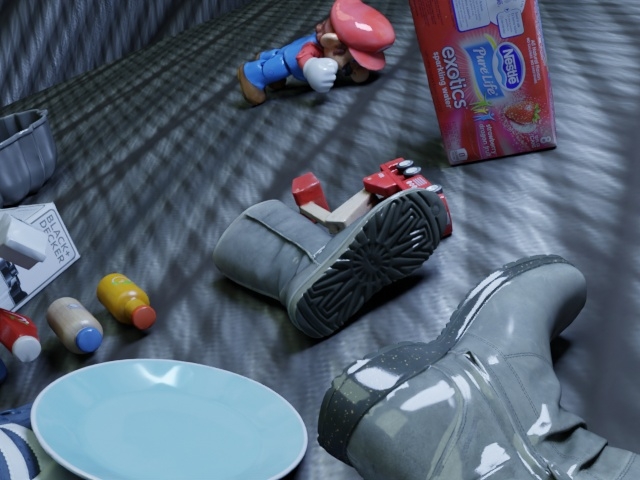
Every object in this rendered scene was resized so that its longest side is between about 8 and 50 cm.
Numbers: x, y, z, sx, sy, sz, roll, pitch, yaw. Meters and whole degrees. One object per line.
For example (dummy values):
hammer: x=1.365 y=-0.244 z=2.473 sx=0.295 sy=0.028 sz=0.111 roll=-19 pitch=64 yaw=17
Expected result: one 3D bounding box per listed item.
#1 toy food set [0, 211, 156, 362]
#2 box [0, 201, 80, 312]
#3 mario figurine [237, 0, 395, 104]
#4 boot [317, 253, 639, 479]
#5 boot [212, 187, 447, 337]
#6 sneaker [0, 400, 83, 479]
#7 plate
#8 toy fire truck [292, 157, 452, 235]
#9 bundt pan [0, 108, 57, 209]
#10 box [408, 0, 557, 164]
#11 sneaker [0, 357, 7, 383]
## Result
toy food set: x=-0.283 y=0.049 z=0.700 sx=0.104 sy=0.232 sz=0.111 roll=21 pitch=80 yaw=54
box: x=-0.457 y=0.064 z=0.884 sx=0.169 sy=0.087 sz=0.290 roll=-5 pitch=29 yaw=28
mario figurine: x=0.004 y=-0.321 z=1.348 sx=0.321 sy=0.170 sz=0.198 roll=-11 pitch=61 yaw=40
boot: x=0.132 y=0.103 z=0.428 sx=0.247 sy=0.083 sz=0.161 roll=-25 pitch=41 yaw=-36
boot: x=0.000 y=-0.002 z=0.712 sx=0.190 sy=0.076 sz=0.208 roll=-35 pitch=23 yaw=-11
sneaker: x=-0.240 y=0.138 z=0.430 sx=0.131 sy=0.148 sz=0.350 roll=-37 pitch=9 yaw=-5
plate: x=-0.103 y=0.132 z=0.504 sx=0.188 sy=0.024 sz=0.188 roll=11 pitch=12 yaw=-2
toy fire truck: x=0.049 y=-0.038 z=0.784 sx=0.135 sy=0.047 sz=0.192 roll=-21 pitch=26 yaw=-4
bundt pan: x=-0.640 y=-0.123 z=1.345 sx=0.331 sy=0.124 sz=0.331 roll=-15 pitch=25 yaw=7
box: x=0.187 y=-0.232 z=0.830 sx=0.128 sy=0.256 sz=0.122 roll=-8 pitch=29 yaw=22
sneaker: x=-0.371 y=0.091 z=0.732 sx=0.144 sy=0.059 sz=0.053 roll=41 pitch=33 yaw=13
